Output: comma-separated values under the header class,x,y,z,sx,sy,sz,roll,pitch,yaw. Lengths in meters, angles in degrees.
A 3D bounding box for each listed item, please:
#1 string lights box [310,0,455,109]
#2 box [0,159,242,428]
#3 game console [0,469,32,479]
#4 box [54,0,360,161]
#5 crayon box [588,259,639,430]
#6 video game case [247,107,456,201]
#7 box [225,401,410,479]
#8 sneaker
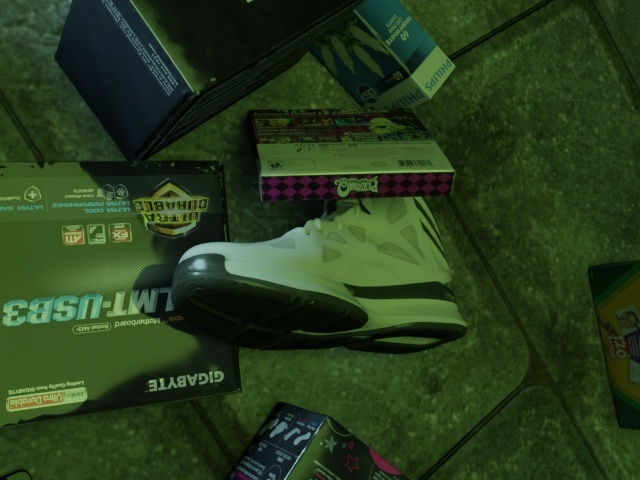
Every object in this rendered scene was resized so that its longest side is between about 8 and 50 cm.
class,x,y,z,sx,sy,sz,roll,pitch,yaw
string lights box,0.052,-0.296,1.061,0.260,0.133,0.076,45,64,-14
box,-0.251,0.054,0.897,0.296,0.073,0.293,-2,82,-26
game console,-0.354,0.320,0.804,0.122,0.071,0.107,-19,91,-28
box,-0.124,-0.262,0.879,0.296,0.294,0.182,-38,98,-26
crayon box,0.549,0.166,1.223,0.081,0.165,0.278,-8,86,-27
video game case,0.029,-0.115,0.961,0.232,0.210,0.041,-3,121,-9
box,0.026,0.335,0.940,0.247,0.163,0.142,42,70,-15
sneaker,0.000,0.000,0.970,0.448,0.169,0.257,13,60,-42
